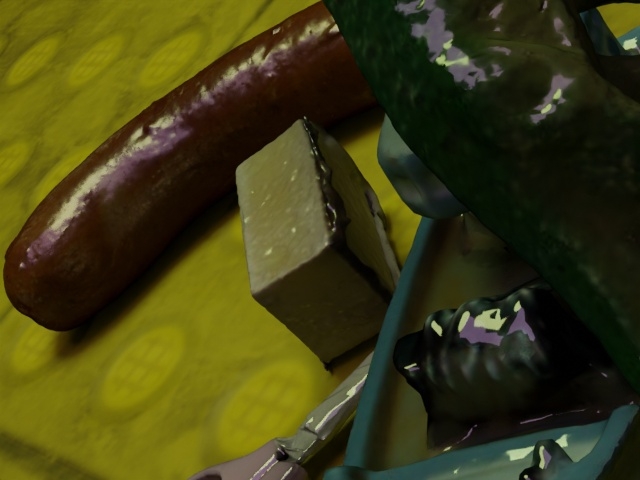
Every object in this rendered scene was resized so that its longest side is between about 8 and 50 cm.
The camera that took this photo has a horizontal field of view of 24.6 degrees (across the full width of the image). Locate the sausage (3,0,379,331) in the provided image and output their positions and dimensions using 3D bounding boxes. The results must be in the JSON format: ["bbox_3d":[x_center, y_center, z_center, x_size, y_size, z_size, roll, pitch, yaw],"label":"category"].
[{"bbox_3d":[-0.074,-0.055,0.918,0.302,0.076,0.103,-35,29,11],"label":"sausage"}]

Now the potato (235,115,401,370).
[{"bbox_3d":[0.000,-0.001,0.754,0.061,0.086,0.122,-31,37,13],"label":"potato"}]

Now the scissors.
[{"bbox_3d":[-0.004,0.094,0.692,0.212,0.021,0.110,-45,26,-6],"label":"scissors"}]

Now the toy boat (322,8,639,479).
[{"bbox_3d":[0.075,0.024,0.582,0.145,0.133,0.332,-19,36,32],"label":"toy boat"}]

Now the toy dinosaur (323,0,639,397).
[{"bbox_3d":[0.002,-0.072,0.525,0.300,0.087,0.447,-7,64,4],"label":"toy dinosaur"}]
